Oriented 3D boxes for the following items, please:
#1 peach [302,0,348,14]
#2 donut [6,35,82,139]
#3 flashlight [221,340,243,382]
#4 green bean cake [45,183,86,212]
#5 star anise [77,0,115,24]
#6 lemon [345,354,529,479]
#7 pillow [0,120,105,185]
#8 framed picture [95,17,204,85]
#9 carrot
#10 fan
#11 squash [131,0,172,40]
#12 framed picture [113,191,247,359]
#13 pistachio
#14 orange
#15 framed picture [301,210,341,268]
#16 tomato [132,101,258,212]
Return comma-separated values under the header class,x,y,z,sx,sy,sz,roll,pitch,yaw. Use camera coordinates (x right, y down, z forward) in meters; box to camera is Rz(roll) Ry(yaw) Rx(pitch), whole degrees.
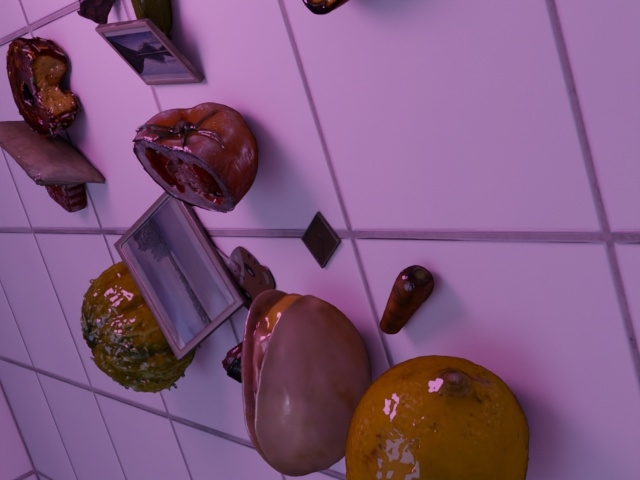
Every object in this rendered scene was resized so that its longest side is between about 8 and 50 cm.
class,x,y,z,sx,sy,sz,roll,pitch,yaw
peach,0.028,-0.417,1.257,0.189,0.068,0.279,63,150,18
donut,-0.619,-0.344,2.202,0.216,0.096,0.230,-12,101,59
flashlight,-0.088,0.295,1.895,0.232,0.093,0.093,47,144,16
green bean cake,-0.624,-0.147,2.378,0.135,0.056,0.136,35,137,36
star anise,-0.456,-0.532,1.842,0.220,0.099,0.214,56,137,14
lemon,0.162,0.293,1.368,0.258,0.258,0.310,42,137,31
pillow,-0.644,-0.203,2.257,0.302,0.185,0.075,37,118,36
framed picture,-0.310,-0.337,1.772,0.203,0.015,0.150,11,150,51
carrot,0.127,0.091,1.476,0.055,0.055,0.161,53,152,18
fan,-0.163,0.057,1.901,0.226,0.008,0.153,42,141,31
squash,-0.310,-0.473,1.695,0.080,0.071,0.319,0,116,33
framed picture,-0.287,0.064,1.971,0.213,0.016,0.289,-41,72,28
pistachio,-0.032,0.236,1.636,0.230,0.229,0.309,5,107,54
orange,-0.408,0.192,2.150,0.300,0.223,0.301,59,148,19
framed picture,0.000,0.000,1.632,0.066,0.006,0.089,53,146,16
tomato,-0.193,-0.156,1.663,0.214,0.155,0.181,20,148,31
